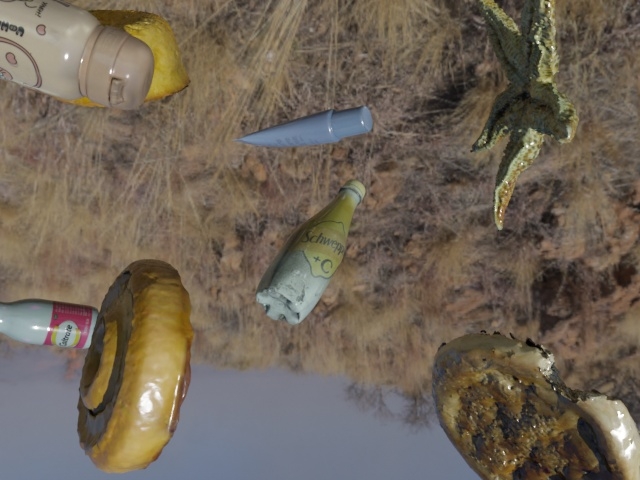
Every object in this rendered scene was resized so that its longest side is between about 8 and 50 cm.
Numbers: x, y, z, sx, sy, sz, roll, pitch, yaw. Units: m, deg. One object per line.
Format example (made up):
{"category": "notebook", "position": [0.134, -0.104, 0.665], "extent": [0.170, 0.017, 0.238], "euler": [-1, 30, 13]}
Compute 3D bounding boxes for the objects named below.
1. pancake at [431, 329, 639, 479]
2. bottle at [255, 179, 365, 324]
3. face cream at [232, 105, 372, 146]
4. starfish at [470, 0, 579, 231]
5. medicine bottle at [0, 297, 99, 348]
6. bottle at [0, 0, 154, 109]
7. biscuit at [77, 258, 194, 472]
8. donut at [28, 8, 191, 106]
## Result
{"category": "pancake", "position": [0.335, 0.312, 0.865], "extent": [0.071, 0.382, 0.382], "euler": [-32, -175, -35]}
{"category": "bottle", "position": [0.000, 0.000, 0.758], "extent": [0.083, 0.270, 0.083], "euler": [18, 140, 16]}
{"category": "face cream", "position": [-0.047, -0.295, 1.419], "extent": [0.385, 0.086, 0.135], "euler": [-4, 180, 30]}
{"category": "starfish", "position": [0.249, -0.167, 0.641], "extent": [0.078, 0.358, 0.347], "euler": [-4, 125, 1]}
{"category": "medicine bottle", "position": [-0.563, 0.160, 1.038], "extent": [0.216, 0.090, 0.090], "euler": [15, 159, -33]}
{"category": "bottle", "position": [-0.282, -0.206, 0.548], "extent": [0.209, 0.110, 0.097], "euler": [17, 131, -13]}
{"category": "biscuit", "position": [-0.275, 0.171, 0.744], "extent": [0.102, 0.296, 0.296], "euler": [15, 158, -34]}
{"category": "donut", "position": [-0.356, -0.304, 0.845], "extent": [0.277, 0.277, 0.108], "euler": [-1, 122, -3]}
